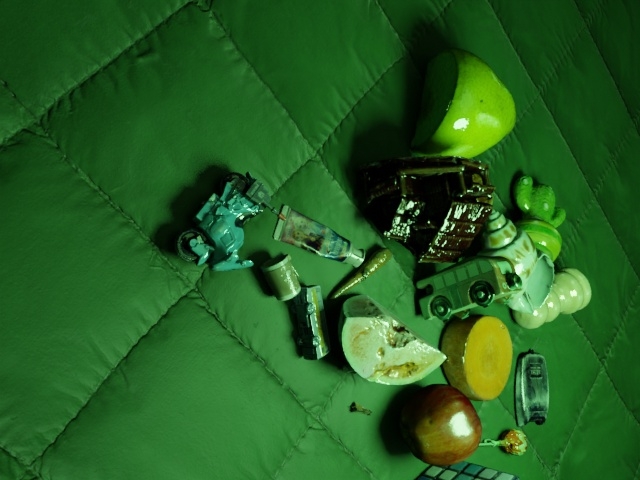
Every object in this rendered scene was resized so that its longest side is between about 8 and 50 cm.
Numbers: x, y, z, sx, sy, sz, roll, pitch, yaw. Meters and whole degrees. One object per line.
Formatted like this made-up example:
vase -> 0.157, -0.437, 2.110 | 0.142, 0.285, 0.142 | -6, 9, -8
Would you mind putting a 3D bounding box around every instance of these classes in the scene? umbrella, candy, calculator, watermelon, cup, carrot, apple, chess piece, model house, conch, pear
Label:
umbrella -> 0.114, 0.473, 1.725 | 0.083, 0.020, 0.032 | 24, 33, -33
candy -> 0.564, 0.666, 2.014 | 0.287, 0.078, 0.084 | 7, 66, -32
calculator -> 0.748, 0.519, 2.183 | 0.177, 0.040, 0.269 | 8, 77, -38
watermelon -> 0.154, 0.280, 1.695 | 0.321, 0.188, 0.175 | 35, 93, -18
cup -> -0.099, 0.093, 1.574 | 0.074, 0.102, 0.099 | -22, 104, 4
carrot -> 0.511, 0.378, 1.978 | 0.258, 0.100, 0.307 | -44, 113, -27
apple -> 0.338, 0.522, 1.767 | 0.233, 0.234, 0.234 | 3, 85, -36
chess piece -> 0.797, 0.216, 2.181 | 0.299, 0.167, 0.167 | -20, 98, -29
carrot -> 0.114, 0.095, 1.742 | 0.254, 0.049, 0.049 | -38, 108, -28
model house -> 0.298, -0.079, 1.732 | 0.316, 0.297, 0.283 | 8, 76, -38
conch -> 0.619, 0.073, 1.996 | 0.249, 0.197, 0.368 | -22, 131, -11
pear -> 0.473, -0.400, 1.925 | 0.317, 0.238, 0.343 | 18, 76, -26

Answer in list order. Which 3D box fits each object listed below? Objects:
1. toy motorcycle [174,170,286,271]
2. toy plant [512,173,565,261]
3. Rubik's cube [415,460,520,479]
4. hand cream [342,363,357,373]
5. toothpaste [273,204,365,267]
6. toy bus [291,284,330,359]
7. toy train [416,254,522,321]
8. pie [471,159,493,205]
toy motorcycle -> -0.208, -0.033, 1.463 | 0.182, 0.123, 0.272 | 40, 65, -16
toy plant -> 0.760, -0.076, 2.161 | 0.224, 0.184, 0.316 | 27, 59, -13
Rubik's cube -> 0.405, 0.831, 1.746 | 0.293, 0.286, 0.292 | -27, 101, -35
hand cream -> 0.147, 0.349, 1.753 | 0.216, 0.038, 0.053 | -3, 116, -40
toothpaste -> 0.000, 0.000, 1.660 | 0.266, 0.061, 0.096 | 25, 73, -26
toy bus -> -0.025, 0.212, 1.617 | 0.075, 0.064, 0.191 | -16, 96, -48
toy train -> 0.433, 0.137, 1.807 | 0.129, 0.326, 0.160 | -5, 73, -44
pie -> 0.505, -0.171, 2.029 | 0.163, 0.078, 0.194 | -41, 111, -35
